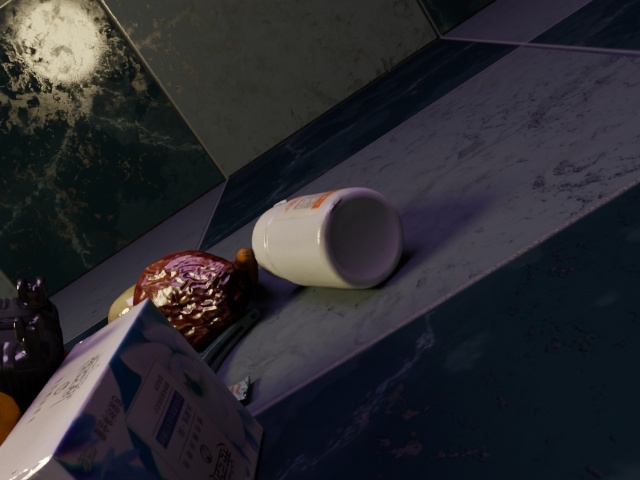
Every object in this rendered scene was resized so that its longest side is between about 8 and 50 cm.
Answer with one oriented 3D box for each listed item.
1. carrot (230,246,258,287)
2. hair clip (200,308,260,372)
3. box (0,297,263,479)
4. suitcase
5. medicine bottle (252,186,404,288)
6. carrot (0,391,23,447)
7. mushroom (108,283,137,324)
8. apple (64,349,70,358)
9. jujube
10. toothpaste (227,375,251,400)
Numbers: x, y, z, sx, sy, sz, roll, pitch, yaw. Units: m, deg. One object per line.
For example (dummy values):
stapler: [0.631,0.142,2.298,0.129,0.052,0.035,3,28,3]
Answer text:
carrot: [-0.137,0.058,1.224,0.062,0.066,0.271,1,-7,-17]
hair clip: [-0.155,0.169,1.033,0.070,0.039,0.229,-27,16,31]
box: [-0.167,0.207,0.635,0.116,0.203,0.274,-33,15,12]
suitcase: [-0.377,0.192,0.762,0.202,0.312,0.128,-5,33,-18]
medicine bottle: [0.000,0.000,1.023,0.144,0.145,0.252,-42,17,-25]
carrot: [-0.347,0.274,0.679,0.114,0.114,0.302,-61,-6,-58]
mushroom: [-0.359,0.147,1.374,0.148,0.112,0.148,-34,14,10]
apple: [-0.482,0.259,0.998,0.301,0.302,0.301,-32,16,10]
jujube: [-0.208,0.096,1.146,0.236,0.168,0.168,-14,25,40]
toothpaste: [-0.180,0.236,0.895,0.205,0.036,0.056,-29,14,6]
